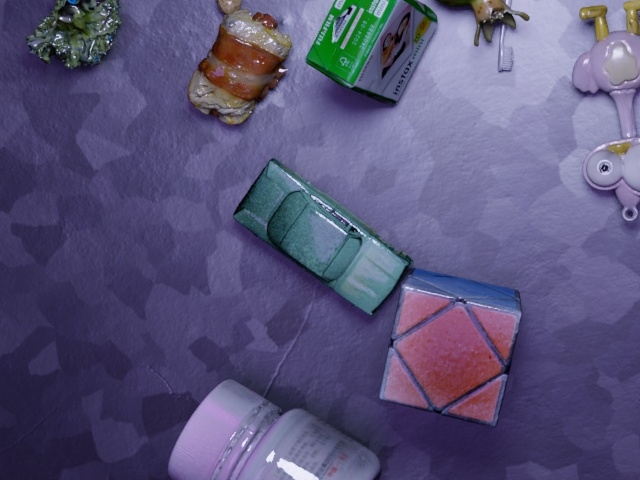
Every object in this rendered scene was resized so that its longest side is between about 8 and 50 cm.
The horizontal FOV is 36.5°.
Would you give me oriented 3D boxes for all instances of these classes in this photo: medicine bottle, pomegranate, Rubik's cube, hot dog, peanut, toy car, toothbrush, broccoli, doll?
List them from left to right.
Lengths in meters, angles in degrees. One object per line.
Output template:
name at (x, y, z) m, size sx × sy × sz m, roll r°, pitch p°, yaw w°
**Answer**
broccoli at (-0.442, -0.386, 1.740) m, size 0.167 × 0.160 × 0.155 m, roll 2°, pitch 80°, yaw -9°
peanut at (-0.168, -0.455, 1.738) m, size 0.054 × 0.054 × 0.113 m, roll -9°, pitch 92°, yaw 11°
hot dog at (-0.145, -0.310, 1.732) m, size 0.146 × 0.103 × 0.213 m, roll 33°, pitch 111°, yaw -17°
medicine bottle at (-0.082, 0.416, 1.724) m, size 0.324 × 0.256 × 0.256 m, roll 30°, pitch 101°, yaw 13°
toy car at (0.000, 0.000, 1.740) m, size 0.320 × 0.097 × 0.141 m, roll 36°, pitch 102°, yaw 4°
Rubik's cube at (0.225, 0.176, 1.669) m, size 0.205 × 0.205 × 0.207 m, roll 11°, pitch 100°, yaw 9°
pomegranate at (0.263, -0.441, 1.626) m, size 0.156 × 0.156 × 0.220 m, roll -39°, pitch 109°, yaw 12°
toothbrush at (0.325, -0.436, 1.672) m, size 0.025 × 0.020 × 0.287 m, roll 2°, pitch 98°, yaw 1°
doll at (0.511, -0.213, 1.630) m, size 0.160 × 0.094 × 0.365 m, roll -5°, pitch 95°, yaw 13°

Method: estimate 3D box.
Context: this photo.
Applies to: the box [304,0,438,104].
box at (0.091, -0.332, 1.611) m, size 0.103 × 0.250 × 0.180 m, roll 33°, pitch 104°, yaw 20°
